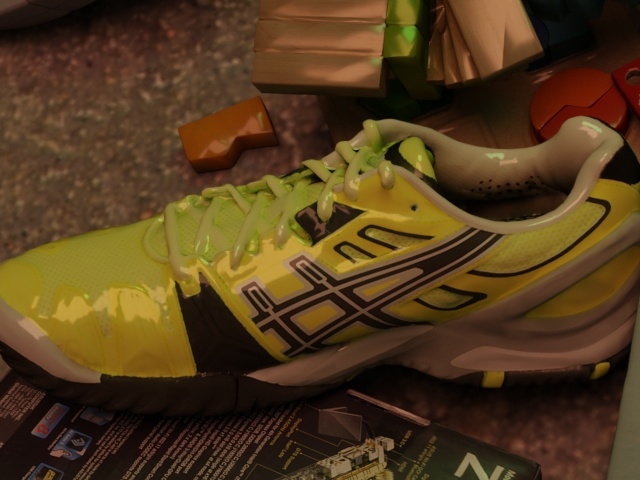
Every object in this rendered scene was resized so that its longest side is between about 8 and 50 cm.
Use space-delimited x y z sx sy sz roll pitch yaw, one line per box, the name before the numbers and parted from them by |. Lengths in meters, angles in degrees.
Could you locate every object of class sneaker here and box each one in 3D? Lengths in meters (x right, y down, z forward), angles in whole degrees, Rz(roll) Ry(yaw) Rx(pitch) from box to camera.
sneaker | 0.000 0.000 0.949 0.385 0.147 0.145 -6 36 -9

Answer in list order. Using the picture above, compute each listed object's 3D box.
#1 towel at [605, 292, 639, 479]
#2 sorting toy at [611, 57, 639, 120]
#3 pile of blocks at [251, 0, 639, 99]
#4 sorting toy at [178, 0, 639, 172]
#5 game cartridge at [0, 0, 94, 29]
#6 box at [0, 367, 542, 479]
towel | 0.314 0.055 0.847 0.321 0.090 0.374 6 83 39
sorting toy | 0.316 -0.105 1.035 0.275 0.046 0.132 -29 61 -3
pile of blocks | 0.133 -0.167 1.051 0.362 0.112 0.149 -21 72 10
sorting toy | 0.067 -0.073 1.089 0.307 0.041 0.229 -22 61 3
game cartridge | -0.158 -0.281 1.161 0.297 0.062 0.198 -31 74 32
box | -0.104 0.224 0.887 0.318 0.097 0.395 17 49 24
